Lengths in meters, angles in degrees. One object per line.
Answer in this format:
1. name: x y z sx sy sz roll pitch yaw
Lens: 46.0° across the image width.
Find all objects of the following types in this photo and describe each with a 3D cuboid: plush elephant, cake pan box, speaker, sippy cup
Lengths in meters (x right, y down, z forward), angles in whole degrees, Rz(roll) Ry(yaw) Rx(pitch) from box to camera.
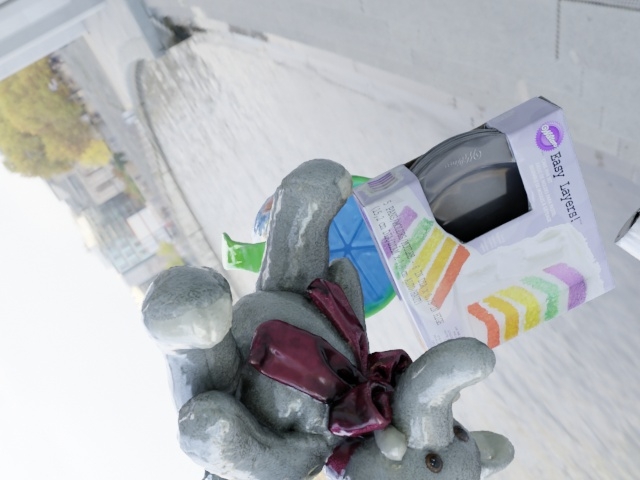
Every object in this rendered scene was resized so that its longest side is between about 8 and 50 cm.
1. plush elephant: 0.027 0.138 0.612 0.255 0.272 0.330 17 116 19
2. cake pan box: 0.194 -0.005 0.880 0.267 0.246 0.070 65 177 -26
3. speaker: 0.374 0.019 0.773 0.136 0.055 0.055 36 168 9
4. sippy cup: 0.000 0.000 1.256 0.305 0.240 0.224 33 173 -28
